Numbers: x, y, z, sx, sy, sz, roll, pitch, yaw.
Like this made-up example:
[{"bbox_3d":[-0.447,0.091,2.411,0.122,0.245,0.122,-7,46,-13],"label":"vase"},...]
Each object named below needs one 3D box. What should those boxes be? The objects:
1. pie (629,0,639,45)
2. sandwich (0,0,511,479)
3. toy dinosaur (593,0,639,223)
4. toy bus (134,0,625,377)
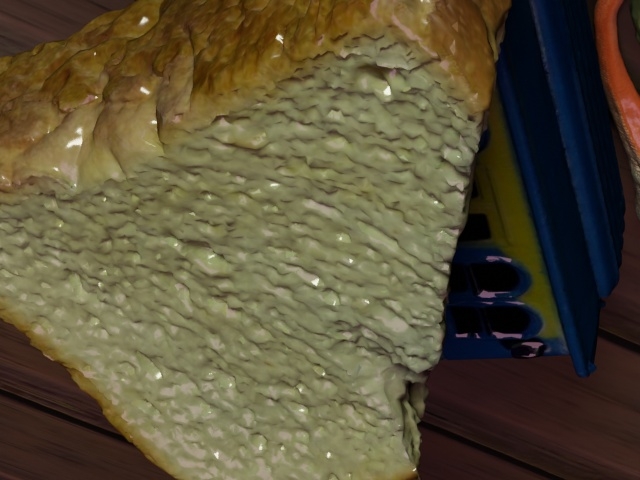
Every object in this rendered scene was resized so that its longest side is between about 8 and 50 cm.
[{"bbox_3d":[0.271,-0.118,0.702,0.303,0.067,0.302,6,139,5],"label":"pie"},{"bbox_3d":[0.001,-0.004,0.685,0.288,0.099,0.254,-21,126,38],"label":"sandwich"},{"bbox_3d":[0.195,-0.028,0.872,0.101,0.055,0.279,1,129,15],"label":"toy dinosaur"},{"bbox_3d":[0.040,-0.064,0.794,0.175,0.138,0.287,-2,142,18],"label":"toy bus"}]
